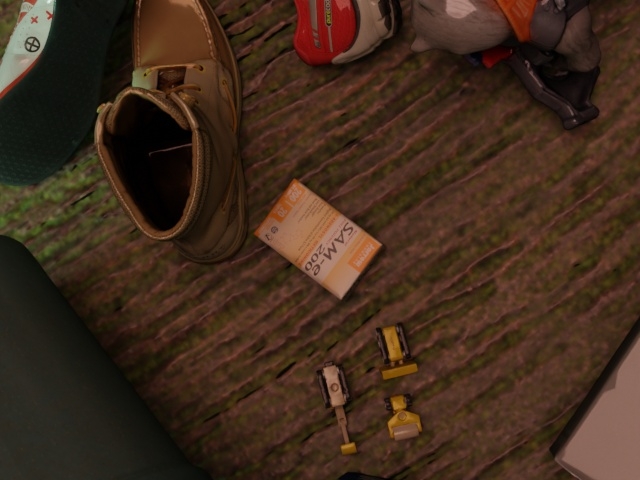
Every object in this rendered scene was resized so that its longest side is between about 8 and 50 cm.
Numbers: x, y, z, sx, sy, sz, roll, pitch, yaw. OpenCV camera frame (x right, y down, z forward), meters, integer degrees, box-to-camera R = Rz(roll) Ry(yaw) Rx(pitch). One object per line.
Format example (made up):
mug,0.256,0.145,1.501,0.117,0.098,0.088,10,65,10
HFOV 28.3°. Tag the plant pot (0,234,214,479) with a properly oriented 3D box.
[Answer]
plant pot,-0.261,0.196,0.999,0.341,0.341,0.334,-36,72,3

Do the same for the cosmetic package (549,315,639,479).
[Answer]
cosmetic package,0.286,0.102,1.011,0.107,0.127,0.238,37,88,10

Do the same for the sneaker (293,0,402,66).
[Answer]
sneaker,-0.031,-0.282,1.116,0.118,0.107,0.279,-25,78,15

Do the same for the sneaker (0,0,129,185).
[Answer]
sneaker,-0.237,-0.187,1.146,0.090,0.145,0.270,15,123,-23

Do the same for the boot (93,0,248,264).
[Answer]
boot,-0.128,-0.116,1.057,0.095,0.203,0.262,-8,84,7

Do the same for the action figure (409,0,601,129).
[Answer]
action figure,0.176,-0.283,1.036,0.341,0.178,0.330,45,74,-2

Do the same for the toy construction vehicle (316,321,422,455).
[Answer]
toy construction vehicle,0.043,0.128,1.095,0.086,0.035,0.098,-16,84,-4

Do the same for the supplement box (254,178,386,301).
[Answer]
supplement box,0.000,0.000,1.110,0.098,0.036,0.062,36,91,10

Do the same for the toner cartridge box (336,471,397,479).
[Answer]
toner cartridge box,0.171,0.302,1.031,0.347,0.075,0.165,8,87,9
